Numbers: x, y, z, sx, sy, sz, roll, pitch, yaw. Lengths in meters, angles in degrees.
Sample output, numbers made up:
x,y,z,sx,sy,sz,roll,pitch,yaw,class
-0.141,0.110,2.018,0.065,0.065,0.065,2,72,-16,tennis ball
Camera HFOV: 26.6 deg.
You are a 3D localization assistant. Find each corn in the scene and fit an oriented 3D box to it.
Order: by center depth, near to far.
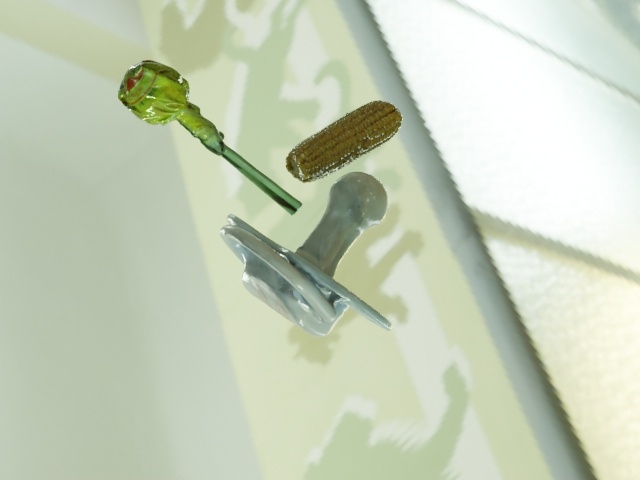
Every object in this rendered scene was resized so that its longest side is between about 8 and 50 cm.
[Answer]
x,y,z,sx,sy,sz,roll,pitch,yaw,class
0.037,-0.146,1.960,0.207,0.068,0.068,-30,-109,-29,corn

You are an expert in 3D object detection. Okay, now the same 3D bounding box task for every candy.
x,y,z,sx,sy,sz,roll,pitch,yaw,class
-0.127,-0.120,1.616,0.262,0.073,0.077,39,-177,-7,candy

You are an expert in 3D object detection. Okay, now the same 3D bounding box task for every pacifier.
x,y,z,sx,sy,sz,roll,pitch,yaw,class
0.000,0.000,1.805,0.287,0.225,0.238,27,169,48,pacifier
